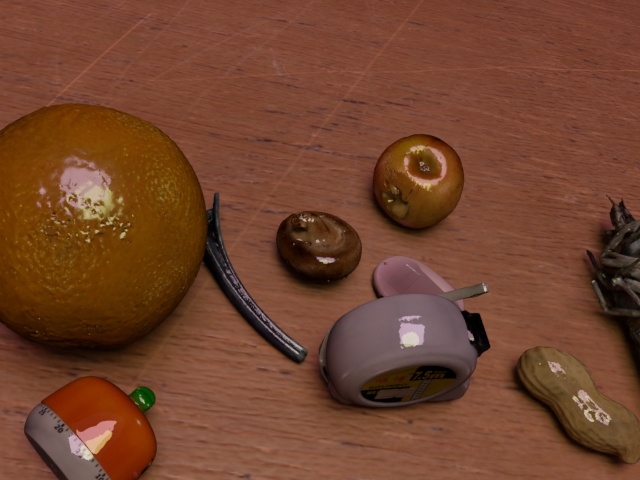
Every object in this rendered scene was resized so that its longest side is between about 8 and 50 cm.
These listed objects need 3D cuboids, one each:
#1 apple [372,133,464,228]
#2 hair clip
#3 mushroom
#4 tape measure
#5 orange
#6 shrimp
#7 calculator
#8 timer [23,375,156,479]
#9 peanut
[{"bbox_3d":[0.152,-0.096,0.905,0.146,0.146,0.146,6,54,-9],"label":"apple"},{"bbox_3d":[-0.111,0.056,0.796,0.083,0.048,0.275,-24,69,-28],"label":"hair clip"},{"bbox_3d":[-0.004,0.007,0.825,0.109,0.085,0.126,14,31,-40],"label":"mushroom"},{"bbox_3d":[0.100,0.126,0.704,0.196,0.178,0.105,1,54,-13],"label":"tape measure"},{"bbox_3d":[-0.261,-0.014,0.667,0.274,0.274,0.274,6,54,-9],"label":"orange"},{"bbox_3d":[0.493,0.087,0.850,0.221,0.166,0.410,8,66,-11],"label":"shrimp"},{"bbox_3d":[0.147,0.085,0.840,0.166,0.024,0.103,41,56,17],"label":"calculator"},{"bbox_3d":[-0.231,0.202,0.628,0.136,0.099,0.136,15,52,-20],"label":"timer"},{"bbox_3d":[0.340,0.211,0.766,0.082,0.082,0.187,-31,68,-30],"label":"peanut"}]
